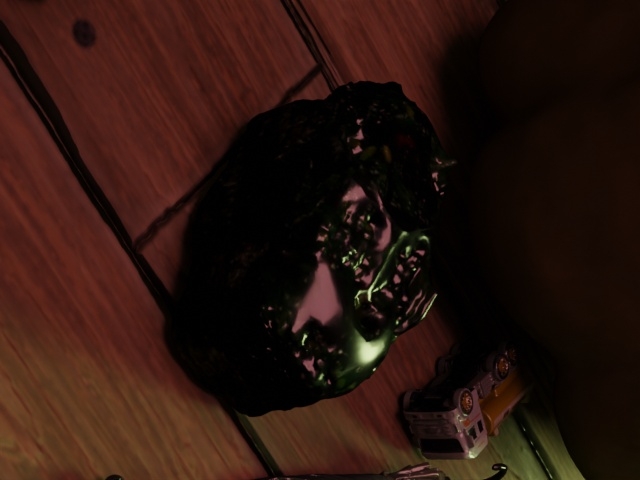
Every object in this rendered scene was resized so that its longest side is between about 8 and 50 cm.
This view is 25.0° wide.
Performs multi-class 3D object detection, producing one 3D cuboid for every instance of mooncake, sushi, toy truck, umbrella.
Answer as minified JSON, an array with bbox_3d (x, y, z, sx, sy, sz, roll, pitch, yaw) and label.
[{"bbox_3d":[0.318,-0.015,1.165,0.467,0.262,0.467,36,45,-45],"label":"mooncake"},{"bbox_3d":[0.000,0.000,0.917,0.124,0.127,0.225,46,51,-32],"label":"sushi"},{"bbox_3d":[0.114,0.119,1.074,0.123,0.052,0.063,-36,114,-49],"label":"toy truck"},{"bbox_3d":[0.030,0.173,0.980,0.269,0.044,0.044,4,47,-40],"label":"umbrella"}]

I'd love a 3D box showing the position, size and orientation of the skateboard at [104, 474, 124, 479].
[{"bbox_3d":[-0.064,0.188,0.844,0.151,0.067,0.080,20,81,-47],"label":"skateboard"}]
